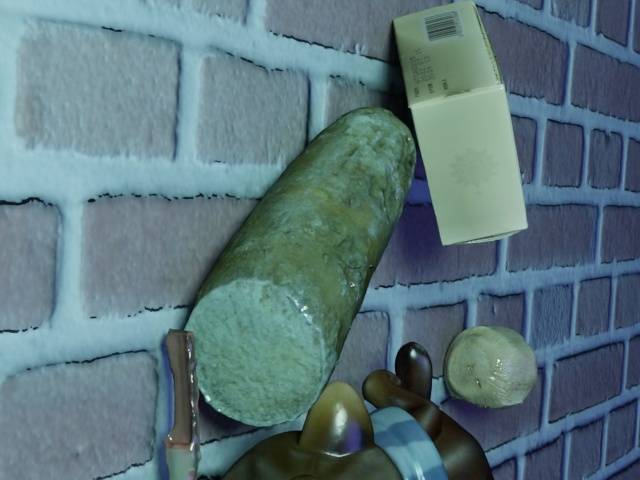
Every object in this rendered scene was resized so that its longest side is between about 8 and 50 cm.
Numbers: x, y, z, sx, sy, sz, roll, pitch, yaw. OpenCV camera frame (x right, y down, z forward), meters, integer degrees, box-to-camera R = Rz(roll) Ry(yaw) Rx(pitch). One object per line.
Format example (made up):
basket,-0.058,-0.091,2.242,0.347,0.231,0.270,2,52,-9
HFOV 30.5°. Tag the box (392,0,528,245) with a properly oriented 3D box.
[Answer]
box,0.140,-0.122,1.196,0.212,0.095,0.168,-93,170,-56

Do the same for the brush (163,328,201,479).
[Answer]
brush,-0.108,0.220,0.933,0.071,0.084,0.301,0,88,-58

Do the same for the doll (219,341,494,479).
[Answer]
doll,0.036,0.253,1.066,0.339,0.209,0.318,8,72,-59

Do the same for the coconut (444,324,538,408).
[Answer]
coconut,0.211,0.159,1.436,0.124,0.110,0.110,12,84,-53

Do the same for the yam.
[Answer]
yam,0.000,0.000,1.022,0.330,0.133,0.133,-59,141,-41
